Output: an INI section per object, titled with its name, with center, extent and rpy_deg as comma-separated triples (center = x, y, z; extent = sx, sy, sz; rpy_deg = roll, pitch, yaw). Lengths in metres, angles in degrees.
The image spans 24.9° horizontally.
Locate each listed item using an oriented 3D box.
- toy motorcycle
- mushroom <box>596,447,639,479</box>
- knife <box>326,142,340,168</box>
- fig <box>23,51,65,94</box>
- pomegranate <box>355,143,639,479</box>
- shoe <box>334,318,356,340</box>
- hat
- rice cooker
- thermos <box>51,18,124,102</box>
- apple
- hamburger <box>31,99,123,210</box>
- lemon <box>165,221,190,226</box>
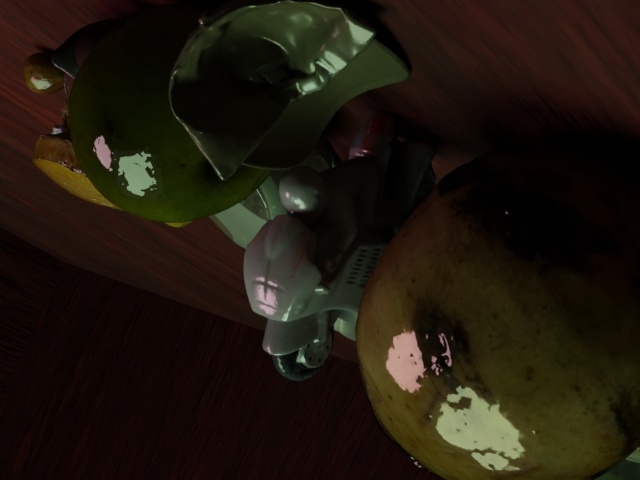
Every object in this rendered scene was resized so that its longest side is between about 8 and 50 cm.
[toy motorcycle]
center = 0.015, -0.007, 1.308
extent = 0.110, 0.260, 0.171
rpy_deg = 16, 155, 39
[mushroom]
center = 0.304, 0.189, 1.626
extent = 0.352, 0.260, 0.352
rpy_deg = 16, 169, 3
[knife]
center = 0.006, -0.078, 1.615
extent = 0.043, 0.020, 0.293
rpy_deg = 17, 168, 13
[fig]
center = -0.300, -0.192, 1.646
extent = 0.083, 0.050, 0.050
rpy_deg = -6, 155, 31
[pomegranate]
center = 0.176, 0.073, 1.217
extent = 0.322, 0.322, 0.322
rpy_deg = 22, 170, 4
[shoe]
center = 0.000, 0.000, 1.662
extent = 0.160, 0.132, 0.363
rpy_deg = 25, 161, 11
[hat]
center = -0.027, -0.138, 1.157
extent = 0.144, 0.166, 0.173
rpy_deg = 49, -167, -6
[rice cooker]
center = -0.064, -0.072, 1.442
extent = 0.145, 0.127, 0.206
rpy_deg = 48, 171, 4
[thermos]
center = -0.181, -0.137, 1.454
extent = 0.136, 0.109, 0.330
rpy_deg = 26, 170, 3
[apple]
center = -0.122, -0.112, 1.243
extent = 0.157, 0.196, 0.196
rpy_deg = 30, 176, 34
[hamburger]
center = -0.252, -0.106, 1.768
extent = 0.181, 0.118, 0.191
rpy_deg = 20, 174, 0
[lemon]
center = -0.209, -0.051, 2.120
extent = 0.065, 0.065, 0.092
rpy_deg = 21, 179, 13
